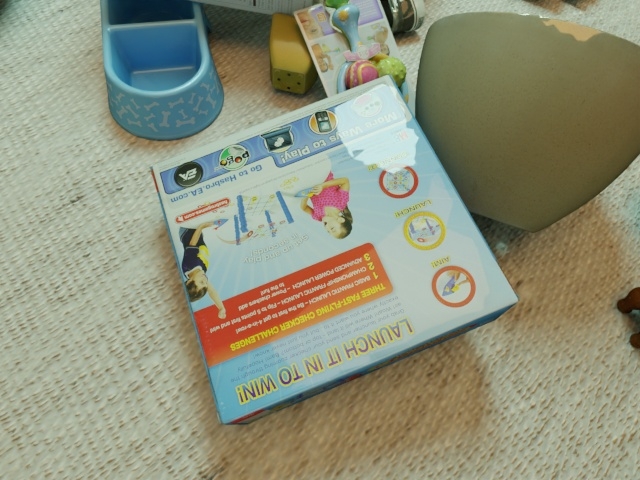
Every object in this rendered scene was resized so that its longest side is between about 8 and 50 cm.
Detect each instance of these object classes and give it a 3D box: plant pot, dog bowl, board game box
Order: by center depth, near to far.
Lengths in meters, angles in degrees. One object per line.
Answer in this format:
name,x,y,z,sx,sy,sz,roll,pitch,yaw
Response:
board game box,0.000,0.000,0.519,0.307,0.086,0.302,-21,68,-3
plant pot,0.232,-0.120,0.562,0.283,0.284,0.191,20,100,4
dog bowl,-0.238,-0.288,0.673,0.165,0.074,0.298,-10,65,-11
plant pot,-0.040,-0.270,0.685,0.081,0.081,0.084,12,70,-1

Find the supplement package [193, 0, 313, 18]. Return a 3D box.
supplement package,-0.140,-0.452,0.627,0.292,0.175,0.178,8,64,-5

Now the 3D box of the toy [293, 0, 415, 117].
toy,0.071,-0.236,0.646,0.136,0.056,0.238,-24,91,-16

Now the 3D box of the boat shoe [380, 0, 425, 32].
boat shoe,0.099,-0.447,0.787,0.070,0.078,0.220,-20,70,-16

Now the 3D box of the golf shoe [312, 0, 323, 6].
golf shoe,0.018,-0.464,0.794,0.085,0.069,0.177,10,64,-8

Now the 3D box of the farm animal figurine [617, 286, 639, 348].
farm animal figurine,0.562,0.067,0.534,0.329,0.172,0.327,23,64,5
